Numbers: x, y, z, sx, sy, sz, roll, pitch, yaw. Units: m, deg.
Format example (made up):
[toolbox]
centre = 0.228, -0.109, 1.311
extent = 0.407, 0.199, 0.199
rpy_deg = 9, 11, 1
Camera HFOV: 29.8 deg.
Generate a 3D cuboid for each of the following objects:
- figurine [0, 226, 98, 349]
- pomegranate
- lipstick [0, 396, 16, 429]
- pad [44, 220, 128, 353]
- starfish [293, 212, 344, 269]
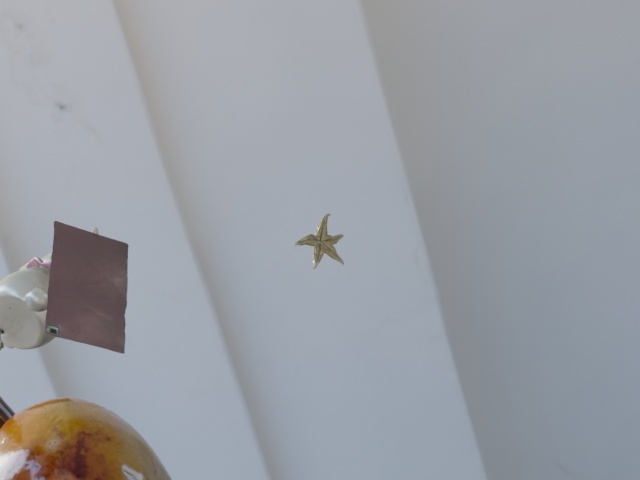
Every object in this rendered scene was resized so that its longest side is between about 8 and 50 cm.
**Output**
[figurine]
centre = -0.437, 0.080, 1.964
extent = 0.155, 0.127, 0.235
rpy_deg = -54, -2, 34
[pomegranate]
centre = -0.336, 0.364, 1.616
extent = 0.319, 0.319, 0.319
rpy_deg = -16, 15, 4
[lipstick]
centre = -0.569, 0.145, 1.739
extent = 0.057, 0.357, 0.057
rpy_deg = -37, 9, 7
[pad]
centre = -0.311, 0.062, 1.612
extent = 0.006, 0.113, 0.188
rpy_deg = -47, 36, 40
[starfish]
centre = 0.000, 0.000, 1.792
extent = 0.086, 0.092, 0.016
rpy_deg = 19, -21, -28
